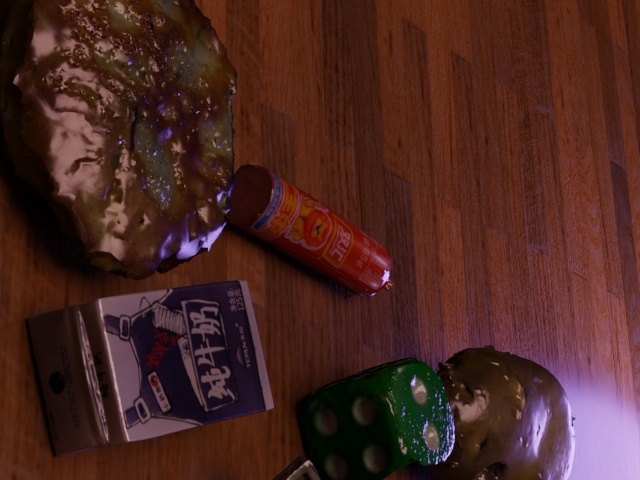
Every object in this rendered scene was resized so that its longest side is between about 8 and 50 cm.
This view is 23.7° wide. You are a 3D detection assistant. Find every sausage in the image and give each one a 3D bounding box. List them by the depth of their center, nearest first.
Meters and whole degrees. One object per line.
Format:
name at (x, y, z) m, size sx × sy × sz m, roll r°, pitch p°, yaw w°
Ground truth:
sausage at (0.000, 0.000, 1.735) m, size 0.274 × 0.074 × 0.074 m, roll 33°, pitch 51°, yaw -46°

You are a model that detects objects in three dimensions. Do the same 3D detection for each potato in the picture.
potato at (0.207, 0.229, 1.877) m, size 0.296 × 0.141 × 0.192 m, roll 23°, pitch 74°, yaw -50°

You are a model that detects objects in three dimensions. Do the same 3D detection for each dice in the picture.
dice at (0.063, 0.203, 1.687) m, size 0.131 × 0.128 × 0.120 m, roll -13°, pitch 86°, yaw -55°

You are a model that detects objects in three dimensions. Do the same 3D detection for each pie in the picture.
pie at (-0.195, -0.132, 1.481) m, size 0.288 × 0.103 × 0.355 m, roll 22°, pitch 63°, yaw -50°

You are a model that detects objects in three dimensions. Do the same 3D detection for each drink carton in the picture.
drink carton at (-0.158, 0.117, 1.433) m, size 0.222 × 0.102 × 0.134 m, roll -5°, pitch 83°, yaw -54°

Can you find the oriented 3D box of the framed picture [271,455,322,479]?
framed picture at (-0.023, 0.403, 1.489) m, size 0.232 × 0.024 × 0.315 m, roll -37°, pitch 109°, yaw -31°
